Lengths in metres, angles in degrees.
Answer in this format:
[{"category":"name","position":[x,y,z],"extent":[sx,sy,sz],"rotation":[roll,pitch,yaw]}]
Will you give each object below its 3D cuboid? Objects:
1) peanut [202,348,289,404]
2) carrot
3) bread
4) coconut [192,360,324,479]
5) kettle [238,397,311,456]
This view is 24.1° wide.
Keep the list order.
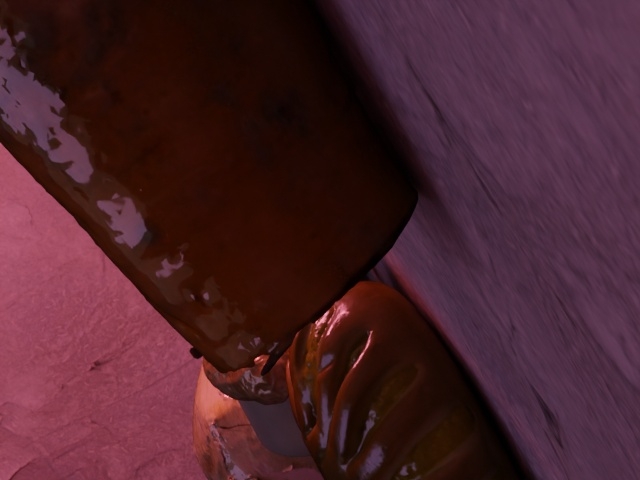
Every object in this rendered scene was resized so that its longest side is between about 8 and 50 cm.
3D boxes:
[{"category":"peanut","position":[-0.072,0.130,1.577],"extent":[0.174,0.080,0.080],"rotation":[-5,118,60]},{"category":"carrot","position":[-0.095,-0.100,0.993],"extent":[0.340,0.224,0.224],"rotation":[51,177,-11]},{"category":"bread","position":[0.078,0.198,1.421],"extent":[0.333,0.160,0.333],"rotation":[59,175,9]},{"category":"coconut","position":[-0.034,0.246,2.045],"extent":[0.254,0.297,0.297],"rotation":[-102,-12,-51]},{"category":"kettle","position":[-0.051,0.092,1.742],"extent":[0.265,0.205,0.318],"rotation":[-70,-38,-52]}]
